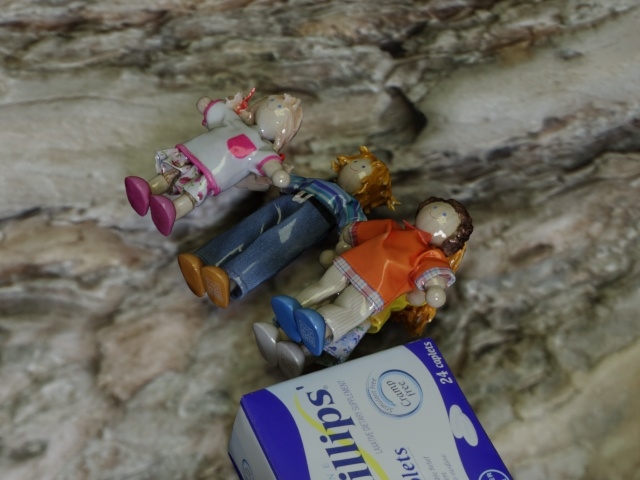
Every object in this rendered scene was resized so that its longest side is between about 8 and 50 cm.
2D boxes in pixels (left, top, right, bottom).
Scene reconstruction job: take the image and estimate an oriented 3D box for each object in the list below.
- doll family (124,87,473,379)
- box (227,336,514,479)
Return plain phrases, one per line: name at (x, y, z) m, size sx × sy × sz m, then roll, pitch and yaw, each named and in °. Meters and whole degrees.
doll family at (0.000, 0.000, 1.038) m, size 0.163 × 0.118 × 0.263 m, roll -33°, pitch 48°, yaw -23°
box at (0.031, 0.144, 0.944) m, size 0.137 × 0.072 × 0.126 m, roll -16°, pitch 58°, yaw -21°
